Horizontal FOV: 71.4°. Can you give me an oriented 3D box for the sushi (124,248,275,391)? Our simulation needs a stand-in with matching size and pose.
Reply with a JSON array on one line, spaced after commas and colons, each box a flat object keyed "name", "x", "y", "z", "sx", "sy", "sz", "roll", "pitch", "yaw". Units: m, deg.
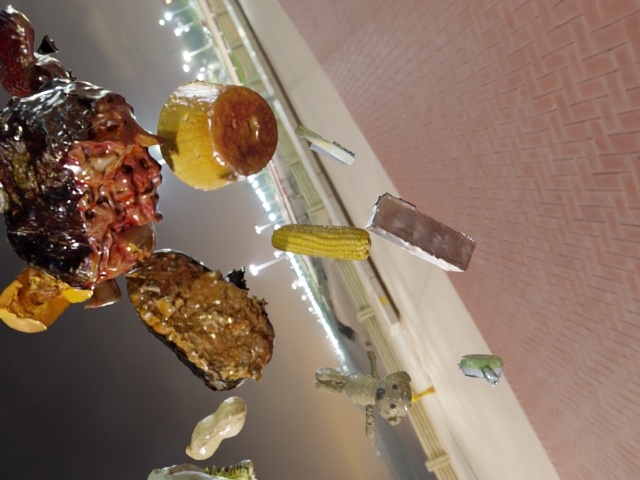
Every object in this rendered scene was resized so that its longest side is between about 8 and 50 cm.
[{"name": "sushi", "x": -0.236, "y": 0.145, "z": 0.940, "sx": 0.348, "sy": 0.234, "sz": 0.207, "roll": 38, "pitch": 154, "yaw": 2}]

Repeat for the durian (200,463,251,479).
[{"name": "durian", "x": -0.388, "y": 0.833, "z": 1.393, "sx": 0.198, "sy": 0.394, "sz": 0.163, "roll": 54, "pitch": 174, "yaw": 22}]

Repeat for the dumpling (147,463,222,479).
[{"name": "dumpling", "x": -0.132, "y": 0.371, "z": 0.560, "sx": 0.217, "sy": 0.149, "sz": 0.105, "roll": 47, "pitch": 130, "yaw": 41}]

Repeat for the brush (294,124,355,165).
[{"name": "brush", "x": 0.016, "y": -0.256, "z": 1.172, "sx": 0.178, "sy": 0.030, "sz": 0.033, "roll": 28, "pitch": 151, "yaw": -16}]

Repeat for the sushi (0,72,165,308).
[{"name": "sushi", "x": -0.347, "y": -0.051, "z": 0.653, "sx": 0.182, "sy": 0.196, "sz": 0.343, "roll": 28, "pitch": 134, "yaw": 15}]

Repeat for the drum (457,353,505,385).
[{"name": "drum", "x": 0.467, "y": 0.353, "z": 1.209, "sx": 0.253, "sy": 0.130, "sz": 0.049, "roll": 130, "pitch": 139, "yaw": -84}]

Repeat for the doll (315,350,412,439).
[{"name": "doll", "x": 0.106, "y": 0.372, "z": 1.149, "sx": 0.091, "sy": 0.203, "sz": 0.286, "roll": 29, "pitch": -176, "yaw": -41}]

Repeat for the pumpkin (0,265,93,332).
[{"name": "pumpkin", "x": -0.536, "y": 0.089, "z": 0.894, "sx": 0.119, "sy": 0.183, "sz": 0.107, "roll": 60, "pitch": 172, "yaw": -23}]

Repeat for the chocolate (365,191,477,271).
[{"name": "chocolate", "x": 0.276, "y": -0.018, "z": 1.277, "sx": 0.321, "sy": 0.112, "sz": 0.112, "roll": 26, "pitch": 168, "yaw": -9}]

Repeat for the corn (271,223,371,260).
[{"name": "corn", "x": 0.000, "y": 0.000, "z": 1.001, "sx": 0.080, "sy": 0.231, "sz": 0.080, "roll": 6, "pitch": -90, "yaw": -78}]

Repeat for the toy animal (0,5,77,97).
[{"name": "toy animal", "x": -0.453, "y": -0.246, "z": 0.701, "sx": 0.179, "sy": 0.116, "sz": 0.219, "roll": 46, "pitch": 154, "yaw": 55}]

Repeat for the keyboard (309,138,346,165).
[{"name": "keyboard", "x": 0.041, "y": -0.334, "z": 1.659, "sx": 0.176, "sy": 0.055, "sz": 0.014, "roll": 19, "pitch": -158, "yaw": -32}]

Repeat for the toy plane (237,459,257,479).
[{"name": "toy plane", "x": -0.292, "y": 0.855, "z": 1.554, "sx": 0.229, "sy": 0.244, "sz": 0.092, "roll": 5, "pitch": -140, "yaw": -49}]

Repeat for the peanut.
[{"name": "peanut", "x": -0.248, "y": 0.453, "z": 1.069, "sx": 0.082, "sy": 0.187, "sz": 0.082, "roll": 48, "pitch": 179, "yaw": 1}]

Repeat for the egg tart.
[{"name": "egg tart", "x": -0.168, "y": -0.188, "z": 0.796, "sx": 0.147, "sy": 0.202, "sz": 0.203, "roll": 10, "pitch": 132, "yaw": 44}]
